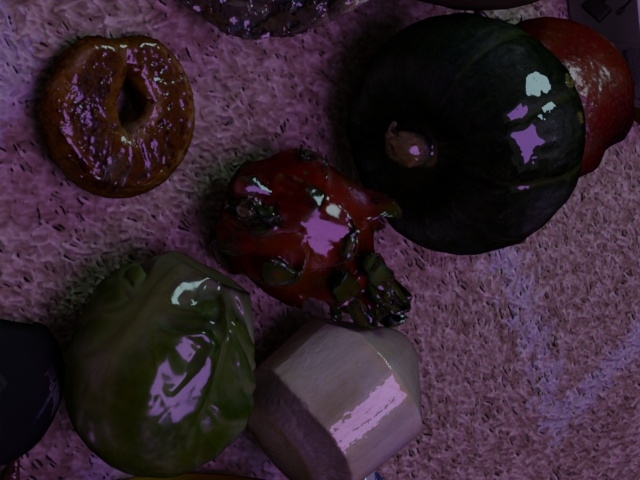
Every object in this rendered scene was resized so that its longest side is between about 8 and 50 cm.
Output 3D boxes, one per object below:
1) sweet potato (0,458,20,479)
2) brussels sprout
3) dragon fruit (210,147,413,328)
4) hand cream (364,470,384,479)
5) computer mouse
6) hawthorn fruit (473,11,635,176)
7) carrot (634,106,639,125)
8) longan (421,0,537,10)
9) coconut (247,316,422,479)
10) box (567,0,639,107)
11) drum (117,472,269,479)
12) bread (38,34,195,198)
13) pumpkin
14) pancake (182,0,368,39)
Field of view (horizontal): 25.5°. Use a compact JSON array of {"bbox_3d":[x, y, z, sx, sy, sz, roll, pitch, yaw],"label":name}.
[{"bbox_3d":[-0.364,0.351,1.568,0.068,0.068,0.226,16,94,-43],"label":"sweet potato"},{"bbox_3d":[-0.174,0.138,1.555,0.244,0.244,0.244,-15,115,-36],"label":"brussels sprout"},{"bbox_3d":[-0.001,0.010,1.655,0.198,0.269,0.200,-42,180,21],"label":"dragon fruit"},{"bbox_3d":[0.064,0.351,1.947,0.084,0.053,0.142,-46,139,-19],"label":"hand cream"},{"bbox_3d":[-0.373,0.160,1.468,0.269,0.100,0.170,12,95,-42],"label":"computer mouse"},{"bbox_3d":[0.285,-0.198,1.837,0.230,0.210,0.266,-41,114,-16],"label":"hawthorn fruit"},{"bbox_3d":[0.488,-0.306,2.029,0.114,0.114,0.301,-30,123,-29],"label":"carrot"},{"bbox_3d":[0.188,-0.402,1.636,0.350,0.288,0.288,-8,110,-30],"label":"longan"},{"bbox_3d":[0.025,0.192,1.751,0.222,0.202,0.202,-37,126,-21],"label":"coconut"},{"bbox_3d":[0.398,-0.303,1.938,0.033,0.129,0.247,-31,124,-30],"label":"box"},{"bbox_3d":[-0.107,0.431,1.583,0.431,0.431,0.214,-3,106,-40],"label":"drum"},{"bbox_3d":[-0.218,-0.133,1.523,0.193,0.064,0.193,-9,105,-39],"label":"bread"},{"bbox_3d":[0.167,-0.125,1.685,0.207,0.300,0.300,-22,119,-45],"label":"pumpkin"},{"bbox_3d":[-0.041,-0.343,1.508,0.283,0.049,0.282,2,115,4],"label":"pancake"}]
